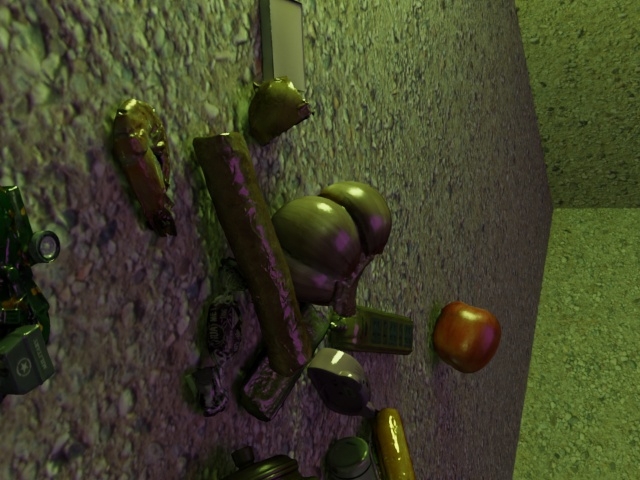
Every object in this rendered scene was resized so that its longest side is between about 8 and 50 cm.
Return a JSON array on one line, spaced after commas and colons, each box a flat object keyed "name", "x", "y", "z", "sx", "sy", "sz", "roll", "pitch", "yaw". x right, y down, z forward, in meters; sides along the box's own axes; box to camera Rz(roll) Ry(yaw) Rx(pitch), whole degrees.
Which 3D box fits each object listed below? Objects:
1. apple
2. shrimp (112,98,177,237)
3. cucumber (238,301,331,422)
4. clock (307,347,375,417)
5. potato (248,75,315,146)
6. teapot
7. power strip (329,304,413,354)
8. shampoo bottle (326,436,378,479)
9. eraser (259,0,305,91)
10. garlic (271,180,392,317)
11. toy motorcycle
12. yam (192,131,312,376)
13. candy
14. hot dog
[{"name": "apple", "x": 0.399, "y": 0.269, "z": 1.767, "sx": 0.199, "sy": 0.199, "sz": 0.199, "roll": -3, "pitch": 94, "yaw": -61}, {"name": "shrimp", "x": -0.211, "y": -0.087, "z": 0.799, "sx": 0.099, "sy": 0.041, "sz": 0.180, "roll": -61, "pitch": 142, "yaw": -64}, {"name": "cucumber", "x": -0.065, "y": 0.194, "z": 1.049, "sx": 0.078, "sy": 0.062, "sz": 0.211, "roll": 44, "pitch": 51, "yaw": -9}, {"name": "clock", "x": 0.047, "y": 0.265, "z": 1.192, "sx": 0.050, "sy": 0.110, "sz": 0.152, "roll": -60, "pitch": 141, "yaw": -36}, {"name": "potato", "x": -0.073, "y": -0.211, "z": 1.004, "sx": 0.089, "sy": 0.101, "sz": 0.172, "roll": 55, "pitch": 7, "yaw": -14}, {"name": "teapot", "x": -0.081, "y": 0.383, "z": 0.921, "sx": 0.267, "sy": 0.186, "sz": 0.175, "roll": 97, "pitch": -28, "yaw": -70}, {"name": "power strip", "x": 0.115, "y": 0.192, "z": 1.362, "sx": 0.387, "sy": 0.066, "sz": 0.092, "roll": 20, "pitch": 71, "yaw": -59}, {"name": "shampoo bottle", "x": 0.083, "y": 0.515, "z": 1.292, "sx": 0.085, "sy": 0.085, "sz": 0.262, "roll": -52, "pitch": 134, "yaw": -48}, {"name": "eraser", "x": -0.061, "y": -0.325, "z": 1.067, "sx": 0.104, "sy": 0.023, "sz": 0.150, "roll": -13, "pitch": 103, "yaw": -60}, {"name": "garlic", "x": 0.000, "y": 0.000, "z": 1.007, "sx": 0.214, "sy": 0.191, "sz": 0.160, "roll": -62, "pitch": 160, "yaw": 12}, {"name": "toy motorcycle", "x": -0.310, "y": 0.024, "z": 0.531, "sx": 0.187, "sy": 0.125, "sz": 0.274, "roll": -51, "pitch": 135, "yaw": -61}, {"name": "yam", "x": -0.090, "y": 0.019, "z": 0.908, "sx": 0.081, "sy": 0.081, "sz": 0.356, "roll": -30, "pitch": 105, "yaw": -57}, {"name": "candy", "x": -0.139, "y": 0.136, "z": 0.918, "sx": 0.094, "sy": 0.051, "sz": 0.226, "roll": 41, "pitch": 56, "yaw": -64}, {"name": "hot dog", "x": 0.146, "y": 0.460, "z": 1.332, "sx": 0.249, "sy": 0.068, "sz": 0.100, "roll": -100, "pitch": -161, "yaw": -49}]
